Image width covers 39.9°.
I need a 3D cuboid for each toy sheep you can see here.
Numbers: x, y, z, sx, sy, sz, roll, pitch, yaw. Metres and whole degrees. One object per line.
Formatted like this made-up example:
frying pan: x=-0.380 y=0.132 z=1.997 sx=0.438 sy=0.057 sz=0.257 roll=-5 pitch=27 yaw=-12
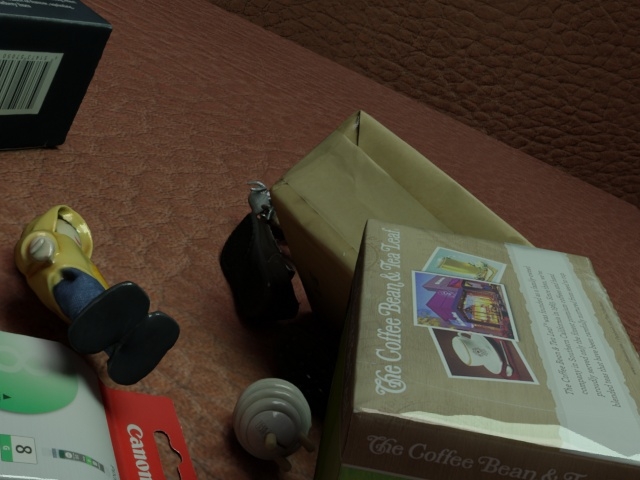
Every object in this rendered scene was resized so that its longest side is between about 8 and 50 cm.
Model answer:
toy sheep: x=-0.049 y=0.189 z=0.922 sx=0.091 sy=0.091 sz=0.132 roll=27 pitch=4 yaw=-10

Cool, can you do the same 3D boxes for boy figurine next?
boy figurine: x=-0.246 y=0.047 z=0.922 sx=0.177 sy=0.092 sz=0.285 roll=51 pitch=-9 yaw=-35

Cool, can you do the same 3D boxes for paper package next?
paper package: x=0.108 y=0.055 z=1.082 sx=0.309 sy=0.168 sz=0.324 roll=45 pitch=-14 yaw=31

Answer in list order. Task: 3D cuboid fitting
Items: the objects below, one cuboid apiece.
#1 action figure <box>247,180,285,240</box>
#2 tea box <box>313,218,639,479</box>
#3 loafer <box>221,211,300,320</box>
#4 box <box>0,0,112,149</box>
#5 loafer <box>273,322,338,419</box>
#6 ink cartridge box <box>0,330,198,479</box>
action figure: x=0.000 y=0.000 z=1.356 sx=0.285 sy=0.099 sz=0.185 roll=38 pitch=5 yaw=-3
tea box: x=0.107 y=0.198 z=0.724 sx=0.220 sy=0.323 sz=0.329 roll=10 pitch=23 yaw=1
loafer: x=-0.081 y=0.044 z=1.221 sx=0.078 sy=0.080 sz=0.220 roll=30 pitch=24 yaw=-30
box: x=-0.544 y=-0.309 z=1.188 sx=0.395 sy=0.212 sz=0.293 roll=39 pitch=24 yaw=17
loafer: x=0.032 y=0.185 z=1.056 sx=0.223 sy=0.076 sz=0.078 roll=43 pitch=19 yaw=17
ink cartridge box: x=-0.208 y=0.172 z=0.800 sx=0.225 sy=0.056 sz=0.181 roll=14 pitch=27 yaw=-32
